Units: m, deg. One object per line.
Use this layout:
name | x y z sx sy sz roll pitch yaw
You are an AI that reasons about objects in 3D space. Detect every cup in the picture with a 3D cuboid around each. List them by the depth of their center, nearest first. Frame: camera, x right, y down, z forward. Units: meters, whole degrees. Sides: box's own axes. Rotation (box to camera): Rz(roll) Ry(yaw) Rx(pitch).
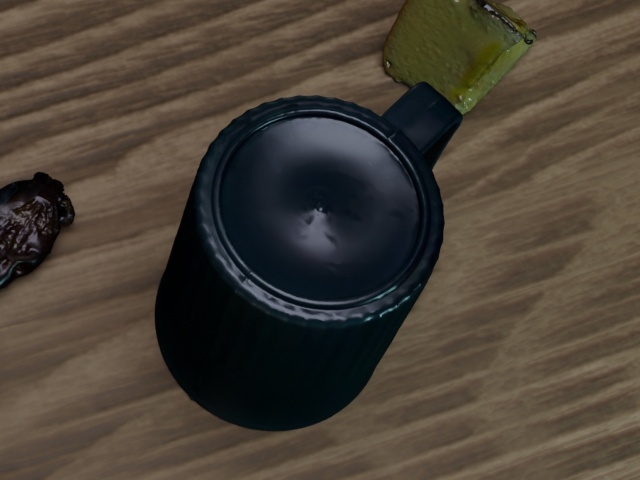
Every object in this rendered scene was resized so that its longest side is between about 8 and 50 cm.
cup | 0.003 0.017 1.369 0.308 0.292 0.242 -14 70 -16

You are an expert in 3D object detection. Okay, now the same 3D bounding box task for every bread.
bread | 0.176 -0.247 1.592 0.140 0.160 0.169 41 65 7

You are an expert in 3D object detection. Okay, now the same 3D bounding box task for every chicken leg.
chicken leg | -0.327 0.040 1.427 0.106 0.051 0.253 21 67 -8
